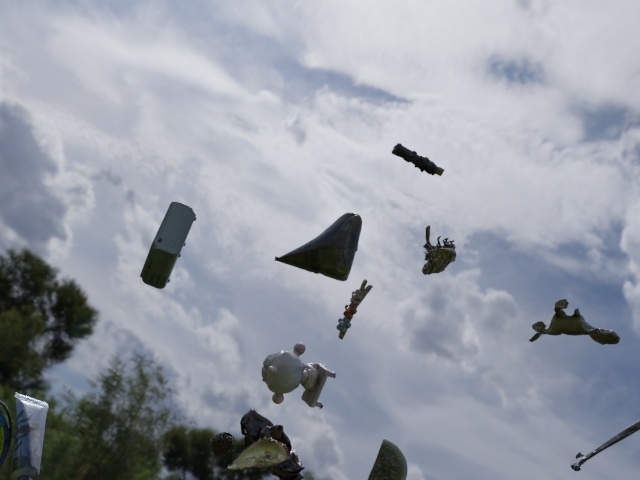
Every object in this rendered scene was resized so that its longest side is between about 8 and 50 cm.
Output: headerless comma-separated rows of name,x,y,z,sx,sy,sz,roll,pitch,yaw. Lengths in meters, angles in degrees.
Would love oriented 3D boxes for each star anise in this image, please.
star anise,-0.128,0.521,1.599,0.214,0.099,0.220,46,-28,15

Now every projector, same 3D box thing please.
projector,-0.531,0.018,2.251,0.108,0.250,0.198,22,-50,-12

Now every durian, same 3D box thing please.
durian,-0.305,0.634,1.982,0.080,0.080,0.091,37,-57,-1
durian,-0.111,0.408,1.194,0.130,0.066,0.052,-14,-58,17

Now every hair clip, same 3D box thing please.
hair clip,0.105,0.225,2.124,0.056,0.213,0.062,35,-6,-32

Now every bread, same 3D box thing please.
bread,0.212,0.728,1.996,0.112,0.193,0.036,21,-18,15

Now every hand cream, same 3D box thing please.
hand cream,-0.700,0.474,1.532,0.091,0.058,0.271,30,19,-33

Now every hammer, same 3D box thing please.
hammer,0.804,0.534,1.728,0.027,0.297,0.125,56,10,15

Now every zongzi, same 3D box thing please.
zongzi,0.000,0.000,2.015,0.242,0.220,0.112,14,-22,8

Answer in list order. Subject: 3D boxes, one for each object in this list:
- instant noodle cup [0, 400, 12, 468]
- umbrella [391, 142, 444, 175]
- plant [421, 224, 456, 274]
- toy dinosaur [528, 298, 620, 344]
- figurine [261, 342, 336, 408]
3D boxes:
instant noodle cup,-0.729,0.305,1.067,0.312,0.284,0.284,24,-33,28
umbrella,0.251,-0.204,1.651,0.144,0.037,0.040,27,-66,-5
plant,0.297,0.026,1.699,0.116,0.104,0.122,-39,-101,32
toy dinosaur,0.592,0.224,1.596,0.251,0.072,0.200,-19,-39,39
figurine,-0.087,0.422,1.974,0.257,0.182,0.144,22,23,-41
